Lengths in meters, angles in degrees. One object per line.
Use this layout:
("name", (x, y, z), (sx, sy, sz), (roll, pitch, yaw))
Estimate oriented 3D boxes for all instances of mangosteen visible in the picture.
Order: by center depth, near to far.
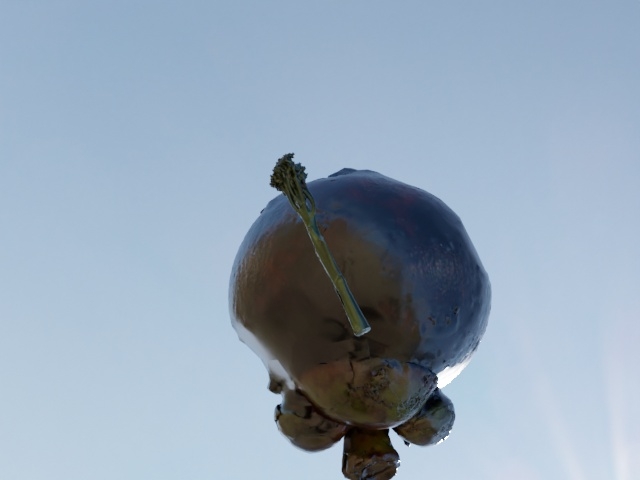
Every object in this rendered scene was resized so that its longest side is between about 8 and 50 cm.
("mangosteen", (0.067, 0.107, 1.409), (0.381, 0.381, 0.422), (-10, -76, 49))

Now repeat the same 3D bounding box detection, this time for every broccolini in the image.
("broccolini", (0.001, -0.001, 0.995), (0.042, 0.044, 0.218), (-41, -124, 21))
